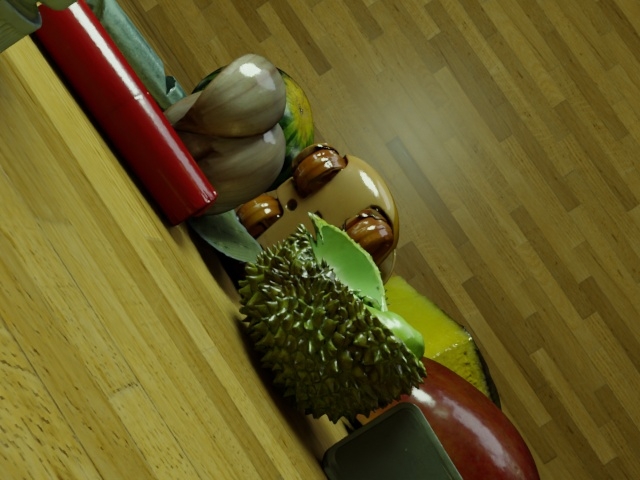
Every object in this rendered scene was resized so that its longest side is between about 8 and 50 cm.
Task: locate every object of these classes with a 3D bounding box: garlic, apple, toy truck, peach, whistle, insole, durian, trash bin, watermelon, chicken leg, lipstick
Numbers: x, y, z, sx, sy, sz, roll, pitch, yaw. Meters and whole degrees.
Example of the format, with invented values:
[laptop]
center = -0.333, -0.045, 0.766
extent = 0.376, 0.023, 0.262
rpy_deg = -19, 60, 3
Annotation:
[garlic]
center = -0.118, -0.121, 0.994
extent = 0.214, 0.191, 0.160
rpy_deg = -15, -63, 52
[apple]
center = 0.177, 0.355, 1.255
extent = 0.365, 0.329, 0.295
rpy_deg = 52, 41, -2
[toy truck]
center = 0.000, 0.000, 1.270
extent = 0.204, 0.288, 0.211
rpy_deg = 57, 14, 24
[peach]
center = 0.191, 0.284, 1.618
extent = 0.380, 0.242, 0.306
rpy_deg = 39, -32, 43
[whistle]
center = -0.334, -0.337, 1.447
extent = 0.062, 0.062, 0.312
rpy_deg = 57, 2, 38
[insole]
center = -0.140, -0.029, 1.093
extent = 0.109, 0.007, 0.322
rpy_deg = 22, 12, -19
[durian]
center = 0.008, 0.096, 0.907
extent = 0.237, 0.176, 0.200
rpy_deg = 62, -1, 21
[trash bin]
center = 0.111, 0.303, 0.929
extent = 0.164, 0.122, 0.240
rpy_deg = 57, 0, 23
[watermelon]
center = -0.137, -0.218, 1.523
extent = 0.269, 0.269, 0.269
rpy_deg = 56, 2, -2
[chicken leg]
center = -0.108, 0.026, 1.120
extent = 0.219, 0.048, 0.089
rpy_deg = 57, -1, 39
[lipstick]
center = -0.217, -0.143, 0.882
extent = 0.280, 0.073, 0.073
rpy_deg = 56, 1, -9

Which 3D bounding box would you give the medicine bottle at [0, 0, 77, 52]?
[medicine bottle]
center = -0.177, -0.293, 0.605
extent = 0.158, 0.318, 0.158
rpy_deg = 55, 3, -4
